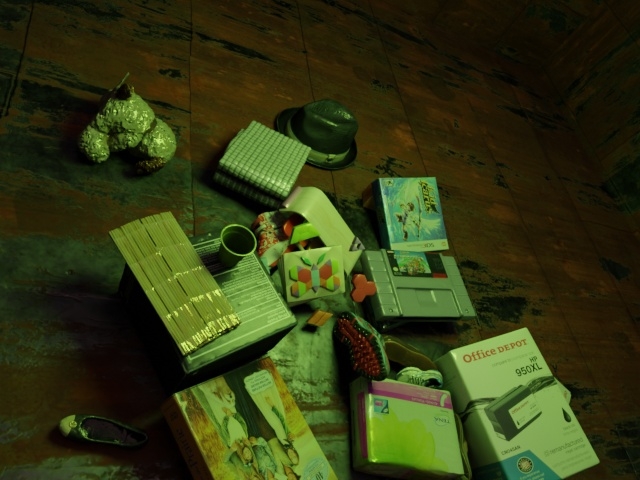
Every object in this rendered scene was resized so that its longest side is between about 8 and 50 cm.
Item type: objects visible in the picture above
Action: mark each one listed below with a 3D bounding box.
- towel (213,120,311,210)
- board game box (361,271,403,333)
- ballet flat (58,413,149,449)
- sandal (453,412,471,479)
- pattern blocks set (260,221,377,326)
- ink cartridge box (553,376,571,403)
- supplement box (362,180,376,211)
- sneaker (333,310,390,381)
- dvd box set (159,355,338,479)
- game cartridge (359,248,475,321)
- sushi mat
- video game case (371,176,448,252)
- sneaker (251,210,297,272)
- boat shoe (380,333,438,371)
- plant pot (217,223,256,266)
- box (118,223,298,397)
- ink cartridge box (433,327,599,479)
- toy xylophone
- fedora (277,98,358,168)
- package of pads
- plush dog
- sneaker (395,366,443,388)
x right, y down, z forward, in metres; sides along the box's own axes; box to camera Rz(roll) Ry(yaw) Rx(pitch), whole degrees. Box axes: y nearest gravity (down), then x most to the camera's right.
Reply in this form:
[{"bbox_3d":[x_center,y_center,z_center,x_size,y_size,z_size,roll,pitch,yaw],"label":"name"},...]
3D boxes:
[{"bbox_3d":[-0.181,-0.235,1.541,0.235,0.121,0.284,25,41,-5],"label":"towel"},{"bbox_3d":[0.227,0.191,1.527,0.194,0.060,0.194,3,56,-31],"label":"board game box"},{"bbox_3d":[-0.426,0.375,0.973,0.173,0.049,0.058,19,48,-20],"label":"ballet flat"},{"bbox_3d":[0.376,0.566,1.338,0.049,0.072,0.180,21,48,-39],"label":"sandal"},{"bbox_3d":[-0.017,0.094,1.317,0.324,0.026,0.286,-24,106,-16],"label":"pattern blocks set"},{"bbox_3d":[0.702,0.487,1.594,0.190,0.082,0.139,45,46,3],"label":"ink cartridge box"},{"bbox_3d":[0.271,-0.131,1.787,0.233,0.080,0.078,18,51,-19],"label":"supplement box"},{"bbox_3d":[0.138,0.280,1.315,0.125,0.104,0.262,24,16,-27],"label":"sneaker"},{"bbox_3d":[-0.116,0.474,1.030,0.307,0.062,0.421,-5,58,-56],"label":"dvd box set"},{"bbox_3d":[0.304,0.139,1.525,0.354,0.068,0.230,4,60,-27],"label":"game cartridge"},{"bbox_3d":[-0.308,0.080,1.042,0.151,0.019,0.317,-25,72,-39],"label":"sushi mat"},{"bbox_3d":[0.314,-0.085,1.709,0.244,0.061,0.270,-4,81,-27],"label":"video game case"},{"bbox_3d":[-0.158,0.013,1.395,0.145,0.090,0.270,42,42,3],"label":"sneaker"},{"bbox_3d":[0.254,0.337,1.427,0.207,0.073,0.073,37,5,-11],"label":"boat shoe"},{"bbox_3d":[-0.198,0.020,1.113,0.083,0.079,0.083,16,49,-20],"label":"plant pot"},{"bbox_3d":[-0.266,0.156,1.149,0.296,0.183,0.294,-18,67,-39],"label":"box"},{"bbox_3d":[0.529,0.481,1.386,0.285,0.166,0.395,-11,62,-20],"label":"ink cartridge box"},{"bbox_3d":[0.000,0.000,1.422,0.236,0.081,0.323,-47,114,-42],"label":"toy xylophone"},{"bbox_3d":[0.016,-0.416,1.784,0.333,0.152,0.334,17,49,-21],"label":"fedora"},{"bbox_3d":[0.221,0.491,1.267,0.296,0.101,0.229,16,50,-21],"label":"package of pads"},{"bbox_3d":[-0.501,-0.309,1.365,0.225,0.210,0.263,40,40,-34],"label":"plush dog"},{"bbox_3d":[0.280,0.391,1.377,0.135,0.052,0.058,-1,18,-2],"label":"sneaker"}]
